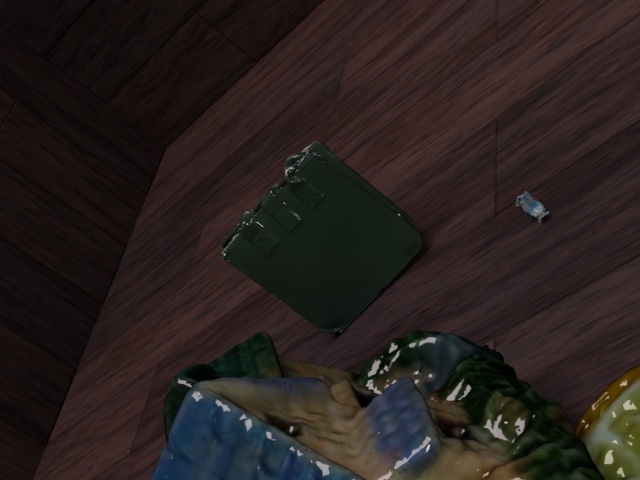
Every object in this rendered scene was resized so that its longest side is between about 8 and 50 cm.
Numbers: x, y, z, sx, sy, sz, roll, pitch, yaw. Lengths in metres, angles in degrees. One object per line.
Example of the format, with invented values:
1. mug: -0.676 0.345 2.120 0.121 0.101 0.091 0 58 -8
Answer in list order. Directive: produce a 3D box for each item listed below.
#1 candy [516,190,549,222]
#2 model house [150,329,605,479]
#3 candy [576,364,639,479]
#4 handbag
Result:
1. candy: 0.301 -0.048 1.435 0.030 0.020 0.083 -48 25 13
2. model house: -0.019 0.260 1.000 0.445 0.400 0.395 -112 38 -69
3. candy: 0.320 0.221 0.885 0.260 0.118 0.260 -43 26 27
4. handbag: 0.001 0.000 1.636 0.247 0.260 0.079 -46 19 19
